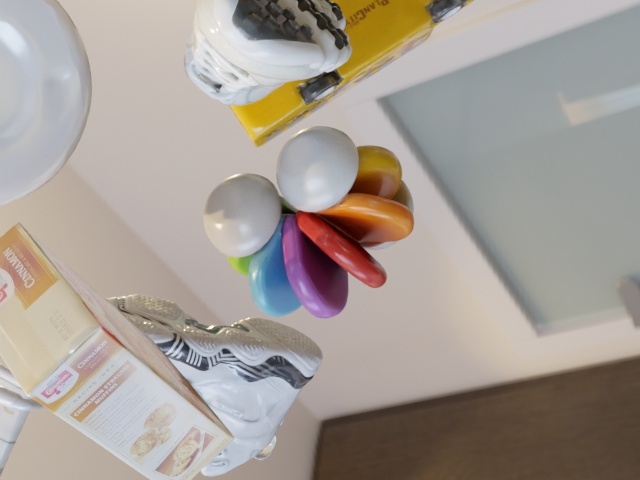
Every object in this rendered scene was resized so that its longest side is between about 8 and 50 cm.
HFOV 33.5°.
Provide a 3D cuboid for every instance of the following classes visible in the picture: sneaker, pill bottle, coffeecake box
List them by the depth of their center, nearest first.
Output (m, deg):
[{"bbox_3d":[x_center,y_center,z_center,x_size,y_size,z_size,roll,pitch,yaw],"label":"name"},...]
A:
[{"bbox_3d":[-0.049,-0.145,0.778,0.110,0.118,0.292,47,-168,-7],"label":"sneaker"},{"bbox_3d":[-0.165,0.091,0.789,0.142,0.068,0.185,41,173,41],"label":"coffeecake box"},{"bbox_3d":[-0.333,-0.135,0.993,0.204,0.361,0.204,-1,-85,-19],"label":"pill bottle"},{"bbox_3d":[-0.182,0.206,1.465,0.365,0.137,0.210,12,-75,-32],"label":"sneaker"}]

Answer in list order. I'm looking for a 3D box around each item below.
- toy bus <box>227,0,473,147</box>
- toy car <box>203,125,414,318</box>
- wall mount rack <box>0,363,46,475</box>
[{"bbox_3d":[0.031,-0.248,1.293,0.108,0.332,0.130,57,179,3],"label":"toy bus"},{"bbox_3d":[0.000,0.000,0.928,0.159,0.182,0.136,30,-144,-52],"label":"toy car"},{"bbox_3d":[-0.464,0.205,1.169,0.350,0.304,0.130,-67,-15,1],"label":"wall mount rack"}]
